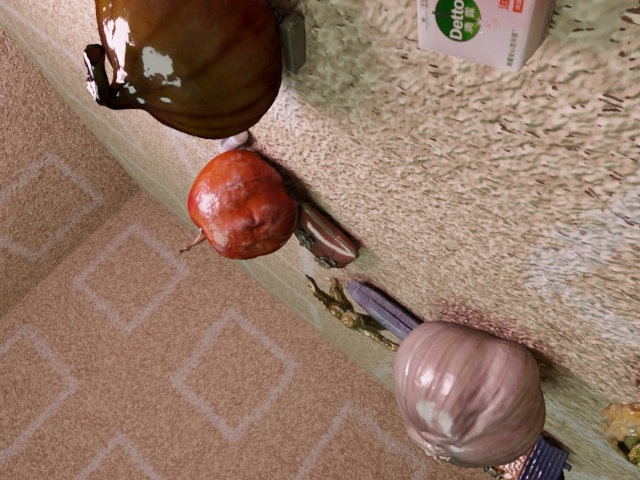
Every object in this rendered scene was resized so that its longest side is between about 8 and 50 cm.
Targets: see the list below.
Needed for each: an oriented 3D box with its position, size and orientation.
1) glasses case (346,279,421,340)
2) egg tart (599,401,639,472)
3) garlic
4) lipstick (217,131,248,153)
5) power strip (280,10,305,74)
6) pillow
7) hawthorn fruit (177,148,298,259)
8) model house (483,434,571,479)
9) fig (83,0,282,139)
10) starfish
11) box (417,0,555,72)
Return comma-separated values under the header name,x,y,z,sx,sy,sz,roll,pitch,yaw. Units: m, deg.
name,x,y,z,sx,sy,sz,roll,pitch,yaw
glasses case,0.186,0.200,1.066,0.282,0.067,0.109,36,170,13
egg tart,0.499,0.277,0.480,0.288,0.118,0.288,36,165,11
garlic,0.275,0.302,0.801,0.317,0.259,0.317,35,167,9
lipstick,-0.192,-0.215,0.884,0.040,0.040,0.141,46,164,-17
power strip,-0.032,-0.235,0.494,0.017,0.027,0.083,38,164,13
pillow,0.000,0.000,0.950,0.179,0.075,0.171,42,162,2
hawthorn fruit,-0.192,-0.055,0.882,0.242,0.271,0.242,54,167,19
model house,0.577,0.605,1.102,0.172,0.167,0.183,15,162,49
fig,-0.159,-0.234,0.492,0.235,0.214,0.235,39,-171,-7
starfish,0.104,0.217,1.132,0.358,0.078,0.347,40,-179,20
box,0.112,-0.186,0.272,0.089,0.043,0.125,31,161,31
